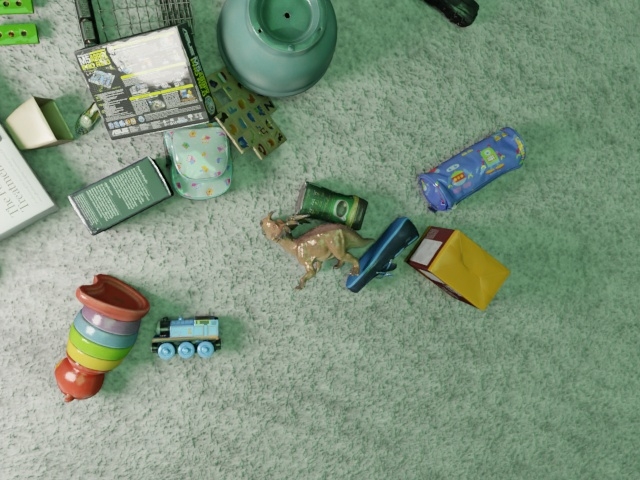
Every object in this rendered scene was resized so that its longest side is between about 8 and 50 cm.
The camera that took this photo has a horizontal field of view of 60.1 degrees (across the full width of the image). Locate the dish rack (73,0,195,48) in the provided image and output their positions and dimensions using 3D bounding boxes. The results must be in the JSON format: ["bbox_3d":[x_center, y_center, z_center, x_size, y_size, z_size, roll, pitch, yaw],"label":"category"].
[{"bbox_3d":[-0.446,-0.536,1.334,0.272,0.074,0.208,-11,99,-13],"label":"dish rack"}]

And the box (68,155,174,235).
[{"bbox_3d":[-0.470,-0.108,1.328,0.207,0.153,0.108,-29,100,-9],"label":"box"}]

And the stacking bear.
[{"bbox_3d":[-0.550,0.255,1.352,0.164,0.175,0.289,27,99,-6],"label":"stacking bear"}]

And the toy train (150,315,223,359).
[{"bbox_3d":[-0.346,0.249,1.433,0.184,0.080,0.105,0,87,-10],"label":"toy train"}]

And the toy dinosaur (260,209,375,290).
[{"bbox_3d":[0.000,0.000,1.440,0.296,0.127,0.200,-13,106,-2],"label":"toy dinosaur"}]

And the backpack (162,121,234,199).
[{"bbox_3d":[-0.296,-0.191,1.365,0.166,0.144,0.188,-9,101,-17],"label":"backpack"}]

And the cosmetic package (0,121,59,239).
[{"bbox_3d":[-0.826,-0.161,1.235,0.284,0.097,0.377,-34,97,-16],"label":"cosmetic package"}]

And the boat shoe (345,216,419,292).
[{"bbox_3d":[0.179,0.053,1.513,0.089,0.109,0.258,44,88,-16],"label":"boat shoe"}]

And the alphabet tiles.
[{"bbox_3d":[-0.185,-0.323,1.382,0.237,0.009,0.198,54,45,-12],"label":"alphabet tiles"}]

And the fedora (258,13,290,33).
[{"bbox_3d":[-0.129,-0.527,1.398,0.194,0.079,0.194,-1,93,-11],"label":"fedora"}]

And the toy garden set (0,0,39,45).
[{"bbox_3d":[-0.774,-0.569,1.270,0.204,0.049,0.244,-8,98,-13],"label":"toy garden set"}]

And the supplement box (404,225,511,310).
[{"bbox_3d":[0.367,0.070,1.508,0.191,0.194,0.129,36,87,-13],"label":"supplement box"}]

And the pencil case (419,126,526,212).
[{"bbox_3d":[0.422,-0.192,1.531,0.306,0.119,0.133,-31,73,-8],"label":"pencil case"}]

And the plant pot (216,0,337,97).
[{"bbox_3d":[-0.087,-0.494,1.268,0.293,0.196,0.293,-1,94,-12],"label":"plant pot"}]

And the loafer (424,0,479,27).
[{"bbox_3d":[0.335,-0.668,1.492,0.223,0.076,0.078,30,83,-18],"label":"loafer"}]

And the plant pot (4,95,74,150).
[{"bbox_3d":[-0.665,-0.265,1.297,0.096,0.109,0.109,-25,101,2],"label":"plant pot"}]

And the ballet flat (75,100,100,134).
[{"bbox_3d":[-0.559,-0.306,1.346,0.041,0.041,0.114,40,87,-13],"label":"ballet flat"}]

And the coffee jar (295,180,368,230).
[{"bbox_3d":[0.031,-0.089,1.478,0.184,0.079,0.096,16,91,-13],"label":"coffee jar"}]

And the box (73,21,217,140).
[{"bbox_3d":[-0.396,-0.358,1.267,0.270,0.060,0.216,-7,118,17],"label":"box"}]
